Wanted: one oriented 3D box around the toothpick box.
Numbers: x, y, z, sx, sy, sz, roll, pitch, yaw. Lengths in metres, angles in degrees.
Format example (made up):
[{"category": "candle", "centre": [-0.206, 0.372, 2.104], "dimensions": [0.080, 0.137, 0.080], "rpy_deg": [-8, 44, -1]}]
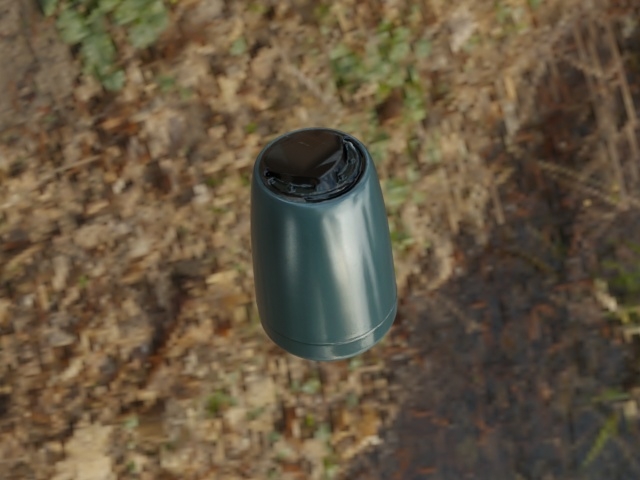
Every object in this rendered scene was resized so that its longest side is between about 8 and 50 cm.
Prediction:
[{"category": "toothpick box", "centre": [0.000, 0.000, 1.368], "dimensions": [0.120, 0.120, 0.184], "rpy_deg": [-53, 150, -37]}]
